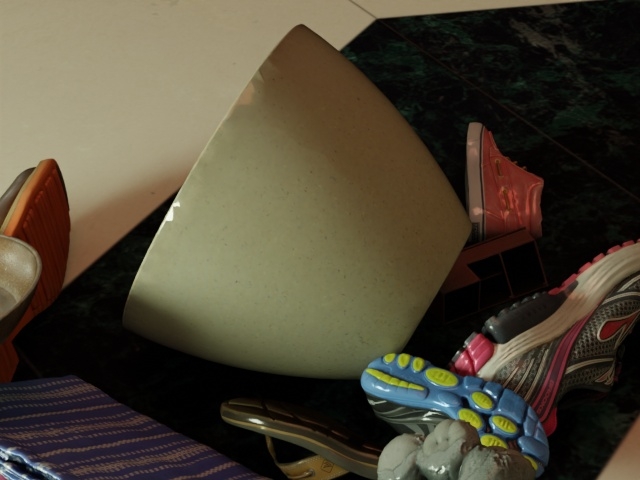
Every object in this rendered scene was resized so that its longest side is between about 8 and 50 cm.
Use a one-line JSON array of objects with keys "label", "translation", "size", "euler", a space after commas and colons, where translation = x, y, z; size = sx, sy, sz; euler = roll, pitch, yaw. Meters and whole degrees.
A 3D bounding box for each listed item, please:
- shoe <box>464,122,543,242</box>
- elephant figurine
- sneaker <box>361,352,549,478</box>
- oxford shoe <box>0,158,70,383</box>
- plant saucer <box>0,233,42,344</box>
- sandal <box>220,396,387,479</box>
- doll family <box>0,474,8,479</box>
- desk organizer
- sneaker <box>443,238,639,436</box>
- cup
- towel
[{"label": "shoe", "translation": [0.198, -0.063, 1.828], "size": [0.081, 0.063, 0.178], "euler": [0, 41, 3]}, {"label": "elephant figurine", "translation": [0.148, 0.253, 1.308], "size": [0.169, 0.239, 0.186], "euler": [18, 72, 51]}, {"label": "sneaker", "translation": [0.120, 0.159, 1.474], "size": [0.188, 0.078, 0.067], "euler": [22, 52, 32]}, {"label": "oxford shoe", "translation": [-0.347, 0.036, 1.676], "size": [0.133, 0.130, 0.363], "euler": [0, 35, 15]}, {"label": "plant saucer", "translation": [-0.390, 0.076, 1.473], "size": [0.311, 0.050, 0.310], "euler": [-10, 24, 4]}, {"label": "sandal", "translation": [0.008, 0.194, 1.485], "size": [0.219, 0.060, 0.090], "euler": [21, 6, 9]}, {"label": "doll family", "translation": [-0.305, 0.276, 1.315], "size": [0.163, 0.118, 0.263], "euler": [-39, 40, 4]}, {"label": "desk organizer", "translation": [0.164, 0.036, 1.703], "size": [0.130, 0.047, 0.050], "euler": [-19, 41, -21]}, {"label": "sneaker", "translation": [0.249, 0.095, 1.577], "size": [0.299, 0.121, 0.112], "euler": [-28, 72, -32]}, {"label": "cup", "translation": [0.000, 0.000, 1.581], "size": [0.237, 0.331, 0.331], "euler": [31, 42, 3]}, {"label": "towel", "translation": [-0.169, 0.183, 1.435], "size": [0.336, 0.040, 0.243], "euler": [23, 11, 31]}]
